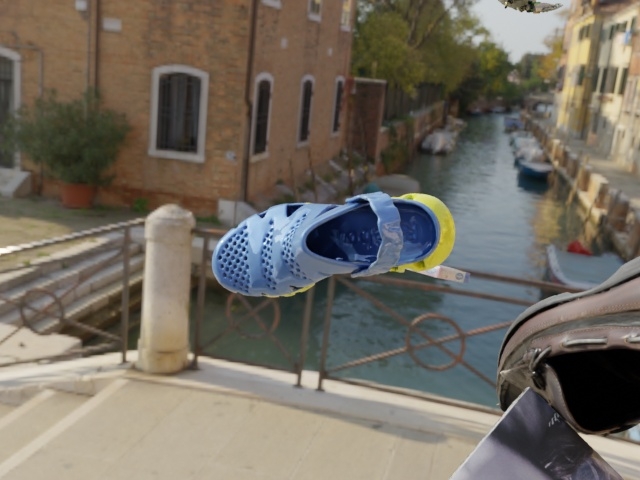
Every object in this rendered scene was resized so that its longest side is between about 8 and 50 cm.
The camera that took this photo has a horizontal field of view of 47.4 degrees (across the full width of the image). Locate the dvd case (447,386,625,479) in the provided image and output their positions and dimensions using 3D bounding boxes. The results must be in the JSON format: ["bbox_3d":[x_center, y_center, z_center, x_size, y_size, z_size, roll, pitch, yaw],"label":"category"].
[{"bbox_3d":[0.149,0.211,0.476,0.164,0.018,0.221,46,43,15],"label":"dvd case"}]

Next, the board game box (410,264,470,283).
[{"bbox_3d":[0.173,0.045,1.141,0.090,0.020,0.090,16,3,42],"label":"board game box"}]

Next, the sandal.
[{"bbox_3d":[0.000,0.000,0.909,0.317,0.126,0.138,-14,-6,19],"label":"sandal"}]

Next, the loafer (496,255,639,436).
[{"bbox_3d":[0.205,0.096,0.540,0.109,0.302,0.095,33,59,1],"label":"loafer"}]

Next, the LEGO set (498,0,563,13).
[{"bbox_3d":[0.076,-0.132,0.329,0.083,0.054,0.023,38,59,11],"label":"LEGO set"}]
